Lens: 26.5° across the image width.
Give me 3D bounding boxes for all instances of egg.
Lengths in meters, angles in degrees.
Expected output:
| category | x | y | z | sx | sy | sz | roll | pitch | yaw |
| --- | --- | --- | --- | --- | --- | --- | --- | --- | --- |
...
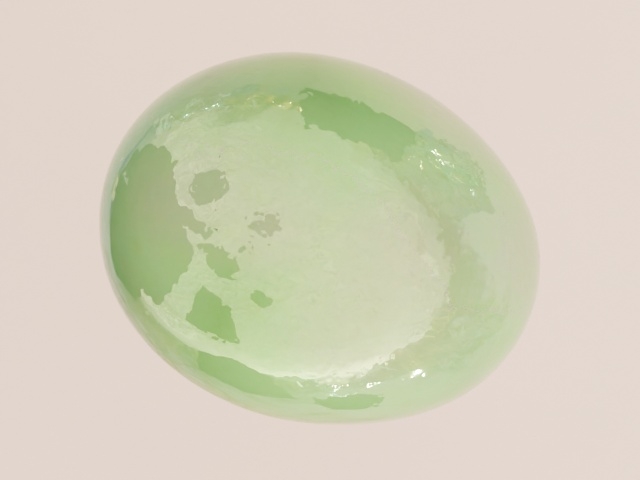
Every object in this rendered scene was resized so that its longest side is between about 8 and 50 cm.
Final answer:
| category | x | y | z | sx | sy | sz | roll | pitch | yaw |
| --- | --- | --- | --- | --- | --- | --- | --- | --- | --- |
| egg | 0.000 | 0.000 | 0.824 | 0.269 | 0.220 | 0.220 | 14 | -75 | 2 |
